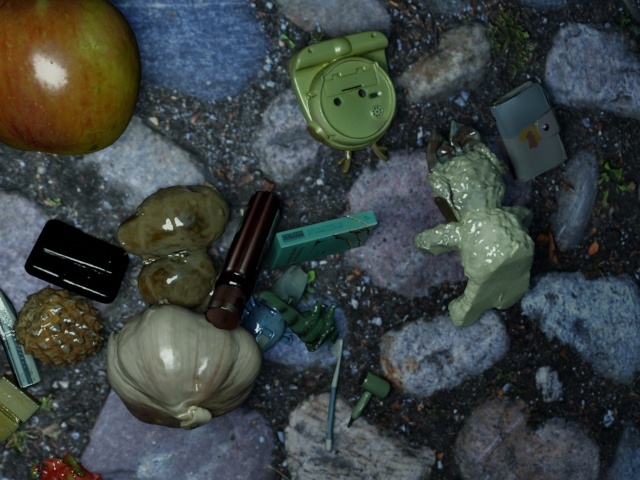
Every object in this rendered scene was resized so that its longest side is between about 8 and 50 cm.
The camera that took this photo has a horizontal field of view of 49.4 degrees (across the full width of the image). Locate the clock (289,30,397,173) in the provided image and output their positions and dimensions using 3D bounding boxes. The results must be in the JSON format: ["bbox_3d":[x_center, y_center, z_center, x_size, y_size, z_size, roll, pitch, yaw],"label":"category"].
[{"bbox_3d":[0.073,-0.317,1.617,0.235,0.096,0.307,-19,101,-17],"label":"clock"}]

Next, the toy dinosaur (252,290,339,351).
[{"bbox_3d":[-0.030,0.163,1.563,0.120,0.079,0.292,-56,136,-18],"label":"toy dinosaur"}]

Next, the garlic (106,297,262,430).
[{"bbox_3d":[-0.284,0.270,1.453,0.322,0.322,0.241,29,59,-18],"label":"garlic"}]

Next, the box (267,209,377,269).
[{"bbox_3d":[0.000,0.000,1.582,0.229,0.162,0.041,-14,74,-16],"label":"box"}]

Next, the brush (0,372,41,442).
[{"bbox_3d":[-0.701,0.300,1.432,0.103,0.047,0.233,-46,104,-10],"label":"brush"}]

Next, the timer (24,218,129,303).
[{"bbox_3d":[-0.495,0.040,1.437,0.187,0.144,0.055,25,128,-18],"label":"timer"}]

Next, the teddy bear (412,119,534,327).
[{"bbox_3d":[0.369,-0.043,1.731,0.328,0.375,0.362,-21,58,-15],"label":"teddy bear"}]

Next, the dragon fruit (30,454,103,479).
[{"bbox_3d":[-0.530,0.539,1.456,0.160,0.166,0.171,1,72,-34],"label":"dragon fruit"}]

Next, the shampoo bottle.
[{"bbox_3d":[-0.160,0.041,1.461,0.084,0.129,0.323,20,47,-4],"label":"shampoo bottle"}]

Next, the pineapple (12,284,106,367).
[{"bbox_3d":[-0.521,0.183,1.431,0.166,0.166,0.193,-54,132,-8],"label":"pineapple"}]

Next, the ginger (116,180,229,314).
[{"bbox_3d":[-0.300,0.035,1.501,0.245,0.155,0.304,-13,106,-24],"label":"ginger"}]

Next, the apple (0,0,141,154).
[{"bbox_3d":[-0.506,-0.316,1.309,0.340,0.339,0.339,-1,94,-18],"label":"apple"}]

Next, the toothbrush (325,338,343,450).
[{"bbox_3d":[0.028,0.375,1.689,0.025,0.019,0.275,6,92,-13],"label":"toothbrush"}]

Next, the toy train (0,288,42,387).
[{"bbox_3d":[-0.639,0.178,1.438,0.048,0.055,0.251,-18,100,-16],"label":"toy train"}]

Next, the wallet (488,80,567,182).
[{"bbox_3d":[0.532,-0.280,1.787,0.170,0.069,0.231,-29,108,-10],"label":"wallet"}]

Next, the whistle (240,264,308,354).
[{"bbox_3d":[-0.118,0.174,1.598,0.180,0.093,0.269,41,74,-23],"label":"whistle"}]

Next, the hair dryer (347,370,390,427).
[{"bbox_3d":[0.103,0.397,1.710,0.071,0.047,0.150,31,95,-16],"label":"hair dryer"}]
